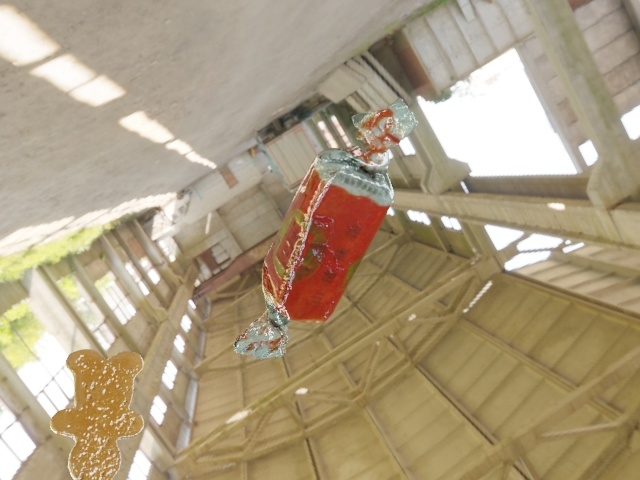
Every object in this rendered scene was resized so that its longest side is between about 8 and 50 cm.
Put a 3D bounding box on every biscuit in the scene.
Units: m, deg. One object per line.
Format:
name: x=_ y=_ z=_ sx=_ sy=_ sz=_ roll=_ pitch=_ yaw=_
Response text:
biscuit: x=-0.409 y=0.323 z=0.993 sx=0.165 sy=0.250 sz=0.036 roll=14 pitch=143 yaw=-34

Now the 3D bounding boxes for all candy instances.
candy: x=0.001 y=0.001 z=0.505 sx=0.292 sy=0.086 sz=0.059 roll=-64 pitch=-155 yaw=20
